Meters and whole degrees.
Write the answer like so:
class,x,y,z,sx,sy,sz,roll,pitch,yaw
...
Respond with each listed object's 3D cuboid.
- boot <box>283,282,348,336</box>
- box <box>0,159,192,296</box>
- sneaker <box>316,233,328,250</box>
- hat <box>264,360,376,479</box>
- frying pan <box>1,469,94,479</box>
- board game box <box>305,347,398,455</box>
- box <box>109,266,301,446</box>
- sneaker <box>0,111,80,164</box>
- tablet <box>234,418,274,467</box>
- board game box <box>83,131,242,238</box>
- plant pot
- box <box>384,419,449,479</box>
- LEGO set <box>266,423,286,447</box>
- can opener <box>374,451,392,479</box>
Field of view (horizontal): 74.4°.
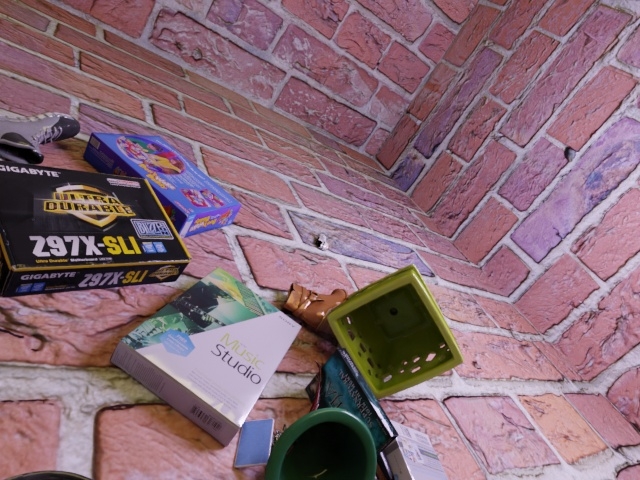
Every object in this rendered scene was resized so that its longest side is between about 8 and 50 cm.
class,x,y,z,sx,sy,sz,roll,pitch,yaw
boot,-0.010,0.151,1.090,0.152,0.073,0.197,28,20,-4
box,-0.447,-0.028,0.809,0.322,0.079,0.257,1,48,-53
sneaker,0.000,0.000,1.448,0.037,0.032,0.083,19,26,-33
hat,-0.016,0.348,0.716,0.208,0.183,0.173,-31,95,-22
frying pan,-0.231,0.365,0.387,0.326,0.053,0.197,41,25,11
board game box,0.049,0.312,0.777,0.026,0.126,0.186,13,30,-42
box,-0.185,0.188,0.792,0.232,0.058,0.322,35,22,2
sneaker,-0.647,-0.225,0.970,0.132,0.086,0.229,46,35,14
tablet,-0.103,0.320,0.669,0.054,0.006,0.083,-8,27,4
board game box,-0.415,-0.157,1.136,0.347,0.078,0.233,39,23,12
plant pot,0.178,0.196,1.001,0.228,0.227,0.207,60,17,-2
box,0.190,0.442,0.787,0.145,0.038,0.186,34,18,-34
LEGO set,-0.062,0.343,0.707,0.083,0.023,0.054,48,25,-2
can opener,0.077,0.368,0.802,0.073,0.059,0.186,49,14,-51
